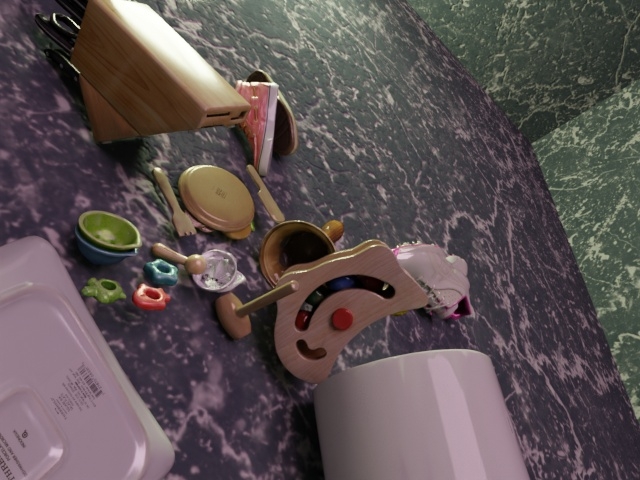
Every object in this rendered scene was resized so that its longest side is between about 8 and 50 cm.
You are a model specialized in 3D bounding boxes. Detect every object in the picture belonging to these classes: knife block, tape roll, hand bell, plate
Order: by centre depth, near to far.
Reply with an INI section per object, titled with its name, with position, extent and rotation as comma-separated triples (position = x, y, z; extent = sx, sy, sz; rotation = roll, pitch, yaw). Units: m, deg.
[plate]
position = -0.245, 0.158, 0.364
extent = 0.277, 0.045, 0.278
rotation = 65, 28, -12
[knife block]
position = -0.236, -0.251, 0.605
extent = 0.088, 0.276, 0.242
rotation = -31, 117, -55
[tape roll]
position = 0.120, 0.260, 0.618
extent = 0.246, 0.246, 0.169
rotation = 20, 49, -41
[hand bell]
position = 0.000, 0.000, 0.826
extent = 0.126, 0.126, 0.242
rotation = 54, 23, -3

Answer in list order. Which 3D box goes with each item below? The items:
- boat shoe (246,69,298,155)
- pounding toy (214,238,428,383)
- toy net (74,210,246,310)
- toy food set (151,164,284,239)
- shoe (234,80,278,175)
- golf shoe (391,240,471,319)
[boat shoe]
position = -0.080, -0.244, 0.937
extent = 0.072, 0.068, 0.190
rotation = 15, 51, -63
[pounding toy]
position = 0.008, 0.106, 0.629
extent = 0.155, 0.269, 0.154
rotation = -75, 146, -84
[toy net]
position = -0.172, 0.031, 0.582
extent = 0.232, 0.045, 0.122
rotation = 12, 28, -45
[toy food set]
position = -0.156, -0.056, 0.723
extent = 0.192, 0.038, 0.132
rotation = -10, 64, -48
[shoe]
position = -0.122, -0.201, 0.856
extent = 0.081, 0.063, 0.178
rotation = 6, 76, -6
[golf shoe]
position = 0.231, 0.089, 1.006
extent = 0.306, 0.115, 0.140
rotation = 15, 55, -43
